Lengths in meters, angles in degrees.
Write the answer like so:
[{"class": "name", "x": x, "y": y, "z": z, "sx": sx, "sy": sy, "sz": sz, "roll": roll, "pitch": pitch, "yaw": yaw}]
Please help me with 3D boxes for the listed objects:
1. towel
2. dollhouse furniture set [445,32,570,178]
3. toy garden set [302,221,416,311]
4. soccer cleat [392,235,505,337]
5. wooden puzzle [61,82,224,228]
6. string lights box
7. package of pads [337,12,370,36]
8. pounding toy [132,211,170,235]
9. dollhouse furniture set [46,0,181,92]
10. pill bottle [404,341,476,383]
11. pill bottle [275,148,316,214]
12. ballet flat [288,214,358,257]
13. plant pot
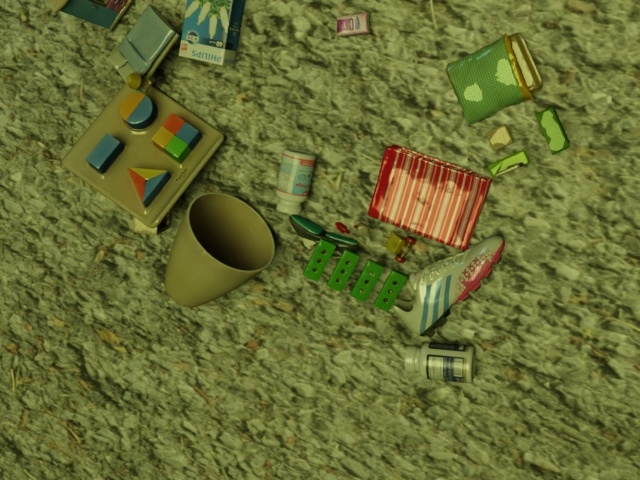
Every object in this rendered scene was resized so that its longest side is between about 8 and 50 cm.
[{"class": "towel", "x": 0.266, "y": -0.107, "z": 1.919, "sx": 0.274, "sy": 0.031, "sz": 0.199, "roll": 21, "pitch": 106, "yaw": 15}, {"class": "dollhouse furniture set", "x": 0.420, "y": -0.313, "z": 1.764, "sx": 0.197, "sy": 0.151, "sz": 0.302, "roll": -24, "pitch": 91, "yaw": 21}, {"class": "toy garden set", "x": 0.108, "y": 0.043, "z": 1.955, "sx": 0.244, "sy": 0.049, "sz": 0.204, "roll": 24, "pitch": 107, "yaw": -10}, {"class": "soccer cleat", "x": 0.307, "y": 0.094, "z": 1.890, "sx": 0.143, "sy": 0.116, "sz": 0.331, "roll": 40, "pitch": 111, "yaw": 3}, {"class": "wooden puzzle", "x": -0.483, "y": -0.251, "z": 2.061, "sx": 0.347, "sy": 0.080, "sz": 0.322, "roll": 34, "pitch": 80, "yaw": 13}, {"class": "string lights box", "x": -0.275, "y": -0.596, "z": 1.999, "sx": 0.133, "sy": 0.077, "sz": 0.260, "roll": 15, "pitch": 104, "yaw": 15}, {"class": "package of pads", "x": 0.082, "y": -0.536, "z": 1.908, "sx": 0.083, "sy": 0.032, "sz": 0.050, "roll": -2, "pitch": 96, "yaw": 20}, {"class": "pounding toy", "x": -0.477, "y": -0.100, "z": 2.139, "sx": 0.100, "sy": 0.130, "sz": 0.141, "roll": 8, "pitch": 102, "yaw": 6}, {"class": "dollhouse furniture set", "x": -0.500, "y": -0.584, "z": 1.978, "sx": 0.286, "sy": 0.198, "sz": 0.303, "roll": -47, "pitch": 68, "yaw": 20}, {"class": "pill bottle", "x": 0.303, "y": 0.307, "z": 1.944, "sx": 0.169, "sy": 0.094, "sz": 0.094, "roll": 3, "pitch": 100, "yaw": 19}, {"class": "pill bottle", "x": -0.068, "y": -0.153, "z": 1.998, "sx": 0.087, "sy": 0.087, "sz": 0.160, "roll": 16, "pitch": 105, "yaw": 16}, {"class": "ballet flat", "x": 0.000, "y": 0.000, "z": 2.012, "sx": 0.203, "sy": 0.074, "sz": 0.074, "roll": 24, "pitch": 106, "yaw": 12}, {"class": "plant pot", "x": -0.300, "y": 0.056, "z": 2.052, "sx": 0.256, "sy": 0.256, "sz": 0.274, "roll": 47, "pitch": 126, "yaw": 6}]
